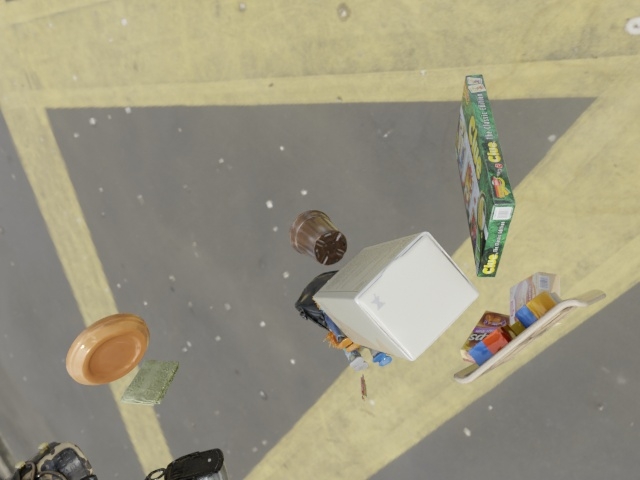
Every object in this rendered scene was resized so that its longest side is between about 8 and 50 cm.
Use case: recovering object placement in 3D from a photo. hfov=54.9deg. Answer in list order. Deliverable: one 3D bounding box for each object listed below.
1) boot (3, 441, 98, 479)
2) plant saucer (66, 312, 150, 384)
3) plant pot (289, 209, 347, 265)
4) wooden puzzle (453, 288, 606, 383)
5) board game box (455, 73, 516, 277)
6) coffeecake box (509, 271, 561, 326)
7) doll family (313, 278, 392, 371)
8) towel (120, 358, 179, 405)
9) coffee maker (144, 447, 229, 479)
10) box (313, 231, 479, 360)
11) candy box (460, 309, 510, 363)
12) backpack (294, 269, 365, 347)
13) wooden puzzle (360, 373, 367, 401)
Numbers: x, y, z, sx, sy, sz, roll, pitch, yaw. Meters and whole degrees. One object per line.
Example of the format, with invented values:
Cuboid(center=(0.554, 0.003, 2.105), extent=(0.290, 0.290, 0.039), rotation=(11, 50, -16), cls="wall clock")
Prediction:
Cuboid(center=(-0.432, 0.361, 0.793), extent=(0.138, 0.284, 0.377), rotation=(33, 127, 19), cls="boot")
Cuboid(center=(-0.481, 0.258, 1.420), extent=(0.037, 0.200, 0.199), rotation=(38, 135, 34), cls="plant saucer")
Cuboid(center=(0.000, 0.000, 2.089), extent=(0.165, 0.167, 0.166), rotation=(-140, 38, -57), cls="plant pot")
Cuboid(center=(0.502, 0.212, 1.500), extent=(0.348, 0.322, 0.080), rotation=(-42, 68, 25), cls="wooden puzzle")
Cuboid(center=(0.214, -0.093, 0.827), extent=(0.030, 0.259, 0.136), rotation=(1, 138, 1), cls="board game box")
Cuboid(center=(0.612, 0.184, 1.769), extent=(0.068, 0.142, 0.185), rotation=(8, 160, -6), cls="coffeecake box")
Cuboid(center=(0.046, 0.192, 1.394), extent=(0.263, 0.118, 0.163), rotation=(55, -176, -43), cls="doll family")
Cuboid(center=(-0.430, 0.358, 1.563), extent=(0.110, 0.148, 0.027), rotation=(0, 123, 17), cls="towel")
Cuboid(center=(-0.268, 0.567, 1.355), extent=(0.171, 0.120, 0.178), rotation=(-8, 107, 20), cls="coffee maker")
Cuboid(center=(0.103, 0.087, 0.977), extent=(0.121, 0.148, 0.311), rotation=(49, 170, -4), cls="box")
Cuboid(center=(0.521, 0.301, 1.889), extent=(0.109, 0.186, 0.053), rotation=(9, 134, 40), cls="candy box")
Cuboid(center=(0.153, 0.218, 1.844), extent=(0.355, 0.273, 0.290), rotation=(41, 161, -20), cls="backpack")
Cuboid(center=(0.125, 0.425, 1.781), extent=(0.006, 0.083, 0.049), rotation=(-9, 152, 13), cls="wooden puzzle")
